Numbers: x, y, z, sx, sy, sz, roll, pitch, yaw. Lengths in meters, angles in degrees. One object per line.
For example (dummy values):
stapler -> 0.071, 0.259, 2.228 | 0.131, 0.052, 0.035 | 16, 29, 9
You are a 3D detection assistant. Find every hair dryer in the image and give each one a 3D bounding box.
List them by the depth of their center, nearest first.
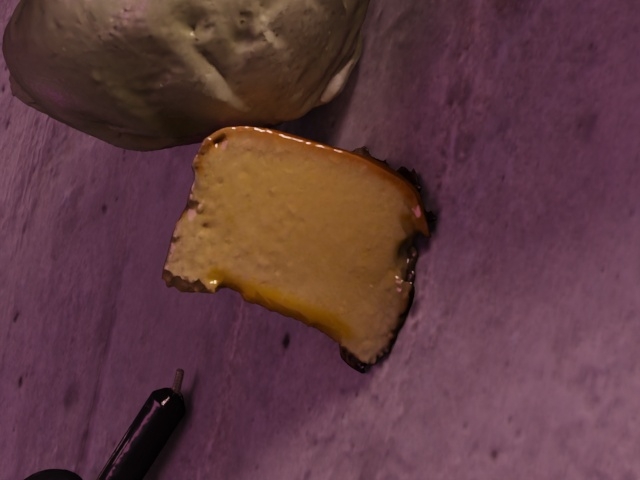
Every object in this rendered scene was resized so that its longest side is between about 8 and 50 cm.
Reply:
hair dryer -> -0.168, 0.186, 1.137 | 0.219, 0.071, 0.124 | -56, 40, 15

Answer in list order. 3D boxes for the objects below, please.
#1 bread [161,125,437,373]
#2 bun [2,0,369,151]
bread -> 0.000, 0.000, 0.979 | 0.160, 0.169, 0.140 | 21, 99, 12
bun -> -0.067, -0.158, 0.995 | 0.293, 0.293, 0.187 | -35, 92, 42
